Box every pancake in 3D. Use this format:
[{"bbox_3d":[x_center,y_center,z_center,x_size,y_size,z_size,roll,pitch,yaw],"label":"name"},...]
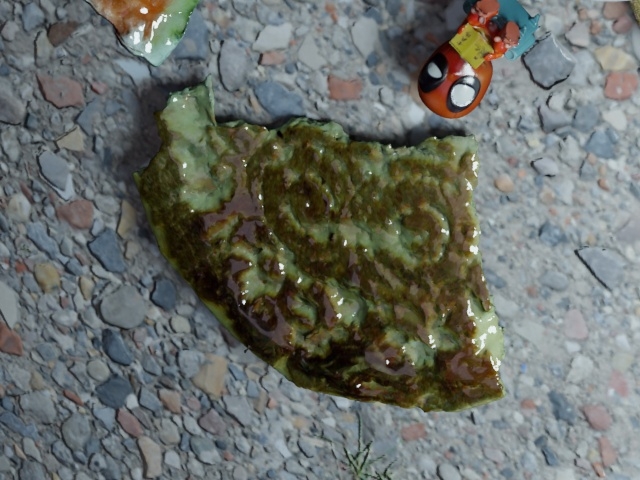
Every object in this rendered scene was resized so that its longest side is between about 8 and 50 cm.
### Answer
[{"bbox_3d":[0.000,0.005,1.552,0.427,0.067,0.304,15,112,24],"label":"pancake"}]

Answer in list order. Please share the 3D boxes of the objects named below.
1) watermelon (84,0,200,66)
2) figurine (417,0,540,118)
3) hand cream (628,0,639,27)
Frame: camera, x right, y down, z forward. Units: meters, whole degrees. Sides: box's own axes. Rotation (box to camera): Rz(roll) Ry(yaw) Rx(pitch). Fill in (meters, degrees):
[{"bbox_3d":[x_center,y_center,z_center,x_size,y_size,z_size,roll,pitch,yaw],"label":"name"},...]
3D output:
[{"bbox_3d":[-0.202,-0.302,1.372,0.289,0.214,0.320,-12,105,59],"label":"watermelon"},{"bbox_3d":[0.131,-0.162,1.378,0.068,0.075,0.140,44,137,2],"label":"figurine"},{"bbox_3d":[0.256,-0.238,1.272,0.084,0.084,0.203,-10,114,33],"label":"hand cream"}]
